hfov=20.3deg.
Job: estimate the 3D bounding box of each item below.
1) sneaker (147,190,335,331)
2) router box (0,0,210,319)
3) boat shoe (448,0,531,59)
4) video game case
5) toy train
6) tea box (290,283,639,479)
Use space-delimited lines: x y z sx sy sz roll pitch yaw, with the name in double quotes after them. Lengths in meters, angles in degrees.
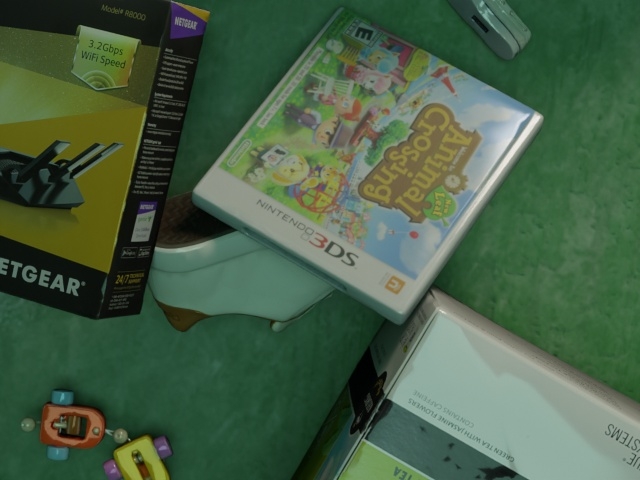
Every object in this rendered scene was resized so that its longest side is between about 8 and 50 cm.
0.000 0.000 1.450 0.290 0.106 0.123 -13 128 -6 "sneaker"
-0.261 -0.095 1.372 0.309 0.081 0.242 15 95 18 "router box"
0.134 -0.194 1.451 0.035 0.035 0.100 -43 93 -24 "boat shoe"
0.038 -0.063 1.389 0.193 0.023 0.212 30 66 15 "video game case"
-0.185 0.205 1.480 0.125 0.046 0.166 2 93 -1 "toy train"
0.140 0.252 1.407 0.329 0.220 0.323 31 94 -5 "tea box"
